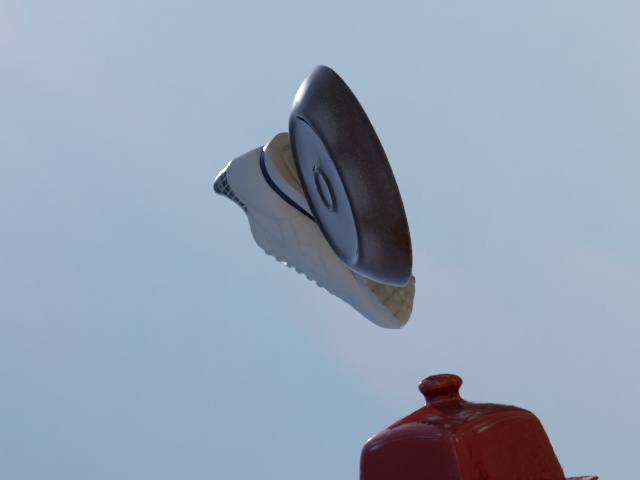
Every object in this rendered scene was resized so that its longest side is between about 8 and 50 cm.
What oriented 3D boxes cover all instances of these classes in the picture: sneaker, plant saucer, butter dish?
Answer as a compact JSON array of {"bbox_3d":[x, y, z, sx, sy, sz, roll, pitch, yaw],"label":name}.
[{"bbox_3d":[0.000,0.000,1.733,0.235,0.095,0.090,50,-146,-17],"label":"sneaker"},{"bbox_3d":[0.017,-0.047,1.493,0.198,0.036,0.198,158,90,-77],"label":"plant saucer"},{"bbox_3d":[0.100,0.159,1.352,0.160,0.160,0.118,-9,-93,-47],"label":"butter dish"}]
